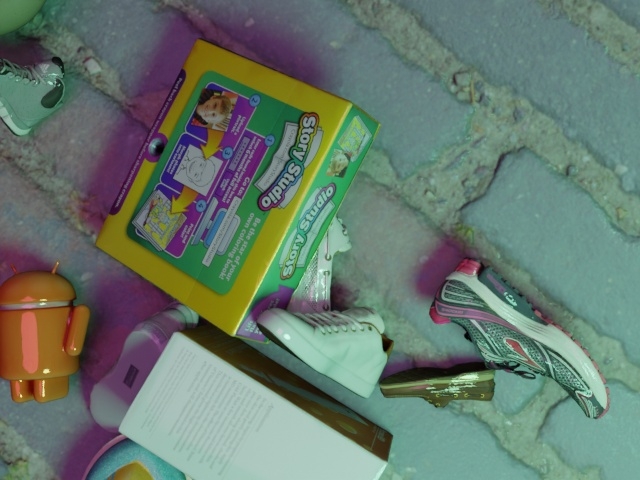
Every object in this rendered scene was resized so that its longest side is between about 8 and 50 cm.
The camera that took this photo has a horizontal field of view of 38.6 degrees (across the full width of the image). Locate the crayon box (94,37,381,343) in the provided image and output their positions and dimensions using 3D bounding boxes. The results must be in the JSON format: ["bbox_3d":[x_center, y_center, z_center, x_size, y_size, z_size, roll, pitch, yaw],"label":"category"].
[{"bbox_3d":[-0.131,-0.080,1.364,0.313,0.106,0.363,28,92,31],"label":"crayon box"}]

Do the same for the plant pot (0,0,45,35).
[{"bbox_3d":[-0.532,-0.428,1.424,0.284,0.191,0.284,-1,75,5],"label":"plant pot"}]

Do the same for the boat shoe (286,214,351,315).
[{"bbox_3d":[0.000,0.000,1.411,0.096,0.098,0.277,9,86,-8],"label":"boat shoe"}]

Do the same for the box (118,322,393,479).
[{"bbox_3d":[-0.084,0.284,1.345,0.345,0.215,0.168,31,92,6],"label":"box"}]

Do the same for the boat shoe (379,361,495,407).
[{"bbox_3d":[0.179,0.226,1.390,0.177,0.064,0.060,-6,99,1],"label":"boat shoe"}]

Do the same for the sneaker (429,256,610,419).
[{"bbox_3d":[0.296,0.158,1.348,0.299,0.121,0.112,40,86,9],"label":"sneaker"}]

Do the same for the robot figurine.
[{"bbox_3d":[-0.443,0.142,1.439,0.128,0.158,0.220,-2,87,-32],"label":"robot figurine"}]

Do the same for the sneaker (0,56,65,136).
[{"bbox_3d":[-0.473,-0.268,1.421,0.132,0.229,0.086,-30,62,-3],"label":"sneaker"}]

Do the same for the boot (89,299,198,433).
[{"bbox_3d":[-0.267,0.197,1.431,0.095,0.123,0.258,42,128,6],"label":"boot"}]

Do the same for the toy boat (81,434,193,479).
[{"bbox_3d":[-0.225,0.427,1.391,0.318,0.148,0.268,5,90,7],"label":"toy boat"}]

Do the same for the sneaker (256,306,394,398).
[{"bbox_3d":[0.014,0.131,1.323,0.106,0.290,0.123,30,86,36],"label":"sneaker"}]
